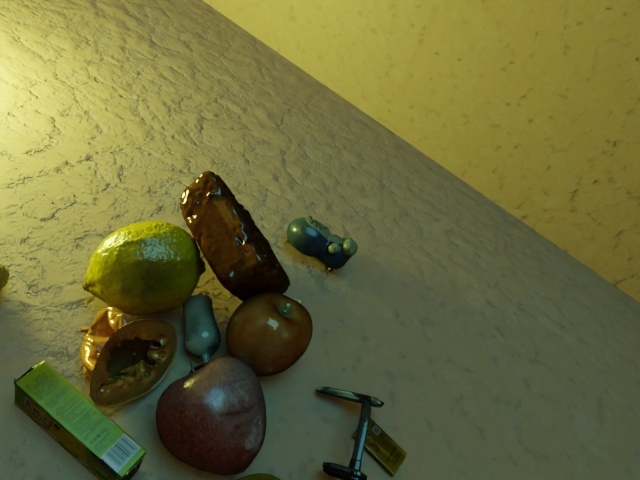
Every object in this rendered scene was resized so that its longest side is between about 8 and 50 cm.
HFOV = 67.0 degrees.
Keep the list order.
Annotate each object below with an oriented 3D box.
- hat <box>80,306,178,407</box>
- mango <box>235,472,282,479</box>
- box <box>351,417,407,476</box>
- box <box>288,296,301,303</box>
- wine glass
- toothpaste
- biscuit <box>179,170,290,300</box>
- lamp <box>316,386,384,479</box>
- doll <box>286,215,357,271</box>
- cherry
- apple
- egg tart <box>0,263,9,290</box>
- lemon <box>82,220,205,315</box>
[{"bbox_3d":[-0.535,0.267,1.212,0.233,0.234,0.244,15,59,29],"label":"hat"},{"bbox_3d":[-0.152,0.609,1.149,0.160,0.076,0.103,0,45,-36],"label":"mango"},{"bbox_3d":[0.172,0.595,1.403,0.156,0.022,0.089,41,40,10],"label":"box"},{"bbox_3d":[-0.094,0.231,1.603,0.058,0.015,0.093,19,42,-18],"label":"box"},{"bbox_3d":[-0.332,0.268,1.355,0.103,0.103,0.231,4,44,-29],"label":"wine glass"},{"bbox_3d":[-0.536,0.415,1.075,0.327,0.110,0.077,38,42,7],"label":"toothpaste"},{"bbox_3d":[-0.255,0.012,1.452,0.166,0.395,0.343,-34,71,-3],"label":"biscuit"},{"bbox_3d":[0.056,0.516,1.333,0.202,0.125,0.283,9,43,13],"label":"lamp"},{"bbox_3d":[0.000,0.000,1.791,0.258,0.154,0.228,36,7,-7],"label":"doll"},{"bbox_3d":[-0.252,0.424,1.168,0.261,0.221,0.308,-25,85,-36],"label":"cherry"},{"bbox_3d":[-0.141,0.260,1.384,0.253,0.254,0.254,17,43,-17],"label":"apple"},{"bbox_3d":[-0.959,0.082,1.115,0.351,0.153,0.340,32,44,2],"label":"egg tart"},{"bbox_3d":[-0.480,0.075,1.327,0.321,0.268,0.268,-10,55,-28],"label":"lemon"}]
